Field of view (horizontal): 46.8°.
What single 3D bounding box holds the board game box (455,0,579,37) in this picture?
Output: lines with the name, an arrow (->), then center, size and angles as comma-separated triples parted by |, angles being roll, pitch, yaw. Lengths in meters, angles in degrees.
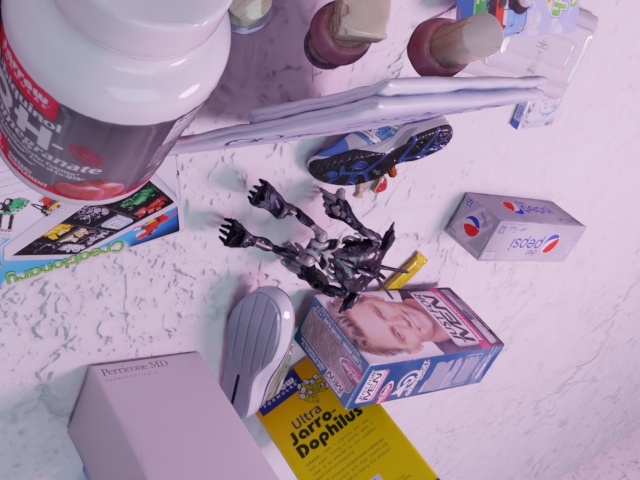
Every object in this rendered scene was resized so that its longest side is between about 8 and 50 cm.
board game box -> 0.278, -0.362, 1.012 | 0.212, 0.039, 0.160 | -14, 116, -31

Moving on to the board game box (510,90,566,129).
board game box -> 0.376, -0.236, 1.262 | 0.090, 0.020, 0.090 | -12, 133, -32

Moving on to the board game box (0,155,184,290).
board game box -> -0.311, -0.050, 0.839 | 0.306, 0.053, 0.192 | -20, 136, -25

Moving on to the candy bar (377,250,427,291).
candy bar -> 0.133, 0.083, 1.365 | 0.161, 0.018, 0.040 | -42, 141, 3

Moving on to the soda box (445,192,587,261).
soda box -> 0.375, -0.022, 1.403 | 0.286, 0.098, 0.091 | 1, 124, -41

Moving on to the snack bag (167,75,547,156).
snack bag -> 0.030, -0.142, 0.830 | 0.323, 0.343, 0.037 | -16, 99, -46

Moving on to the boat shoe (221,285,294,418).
boat shoe -> -0.094, 0.174, 1.214 | 0.094, 0.109, 0.302 | -28, 152, -41

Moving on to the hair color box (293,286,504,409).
hair color box -> 0.146, 0.179, 1.312 | 0.347, 0.174, 0.105 | -1, 127, -40

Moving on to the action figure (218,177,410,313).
action figure -> 0.000, 0.000, 1.083 | 0.276, 0.141, 0.164 | 25, 107, -33

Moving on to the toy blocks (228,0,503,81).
toy blocks -> 0.010, -0.319, 0.755 | 0.309, 0.260, 0.288 | 3, 97, -13

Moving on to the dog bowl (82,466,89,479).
dog bowl -> -0.328, 0.440, 1.276 | 0.166, 0.074, 0.297 | -4, 129, -38

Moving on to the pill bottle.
pill bottle -> -0.181, -0.157, 0.632 | 0.176, 0.176, 0.318 | -15, 171, -29

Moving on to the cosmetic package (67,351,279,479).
cosmetic package -> -0.198, 0.345, 1.059 | 0.197, 0.365, 0.155 | -3, 130, -41

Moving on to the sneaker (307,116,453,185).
sneaker -> 0.080, -0.143, 1.065 | 0.211, 0.081, 0.080 | -19, 156, 1

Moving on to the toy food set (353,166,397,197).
toy food set -> 0.101, -0.116, 1.147 | 0.078, 0.019, 0.122 | -9, 132, -34

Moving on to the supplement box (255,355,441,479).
supplement box -> 0.060, 0.394, 1.327 | 0.195, 0.356, 0.194 | -36, 142, -7

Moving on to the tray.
tray -> 0.331, -0.302, 1.138 | 0.271, 0.030, 0.145 | 3, 119, -39
